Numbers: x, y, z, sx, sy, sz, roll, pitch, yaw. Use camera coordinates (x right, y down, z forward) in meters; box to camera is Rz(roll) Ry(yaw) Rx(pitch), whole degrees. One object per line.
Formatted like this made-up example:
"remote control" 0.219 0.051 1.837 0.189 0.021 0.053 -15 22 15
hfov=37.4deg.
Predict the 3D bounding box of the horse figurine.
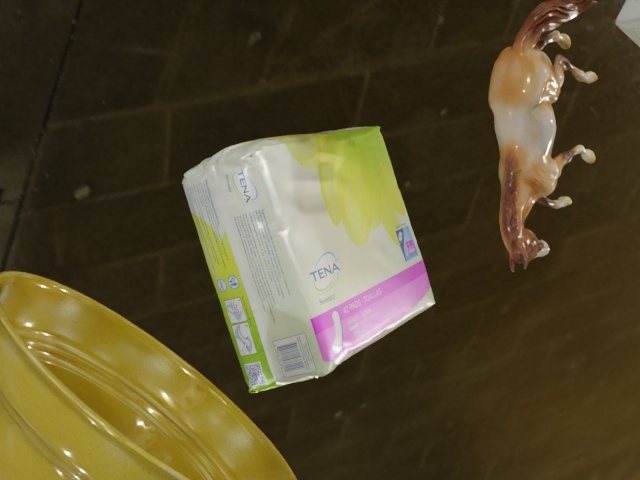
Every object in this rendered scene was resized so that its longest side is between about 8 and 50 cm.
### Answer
"horse figurine" 0.215 -0.116 0.922 0.175 0.066 0.263 -16 109 -47

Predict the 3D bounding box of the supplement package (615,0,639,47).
"supplement package" 0.319 -0.150 0.528 0.134 0.244 0.139 32 82 -26

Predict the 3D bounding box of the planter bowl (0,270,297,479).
"planter bowl" -0.121 0.117 0.539 0.090 0.217 0.217 -51 144 1

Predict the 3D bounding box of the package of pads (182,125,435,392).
"package of pads" 0.000 0.000 0.981 0.101 0.229 0.296 -17 -177 30
